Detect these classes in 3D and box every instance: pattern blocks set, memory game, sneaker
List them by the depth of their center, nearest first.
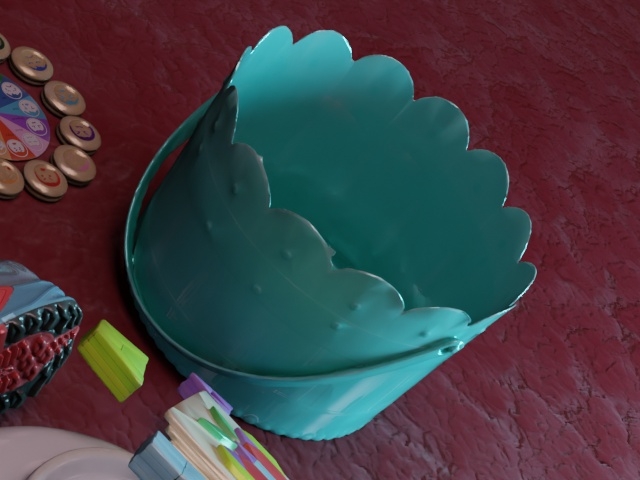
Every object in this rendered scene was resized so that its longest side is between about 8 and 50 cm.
[{"bbox_3d":[-0.036,0.153,1.034,0.285,0.026,0.325,46,2,-13],"label":"pattern blocks set"},{"bbox_3d":[-0.273,0.060,1.044,0.125,0.104,0.262,36,25,26],"label":"sneaker"},{"bbox_3d":[-0.247,-0.101,1.308,0.186,0.012,0.186,27,35,-21],"label":"memory game"}]

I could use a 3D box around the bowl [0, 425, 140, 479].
[{"bbox_3d":[-0.133,0.209,0.954,0.298,0.134,0.298,26,37,-21],"label":"bowl"}]

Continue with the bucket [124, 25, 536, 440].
[{"bbox_3d":[0.000,0.000,1.285,0.281,0.183,0.281,26,35,-21],"label":"bucket"}]
